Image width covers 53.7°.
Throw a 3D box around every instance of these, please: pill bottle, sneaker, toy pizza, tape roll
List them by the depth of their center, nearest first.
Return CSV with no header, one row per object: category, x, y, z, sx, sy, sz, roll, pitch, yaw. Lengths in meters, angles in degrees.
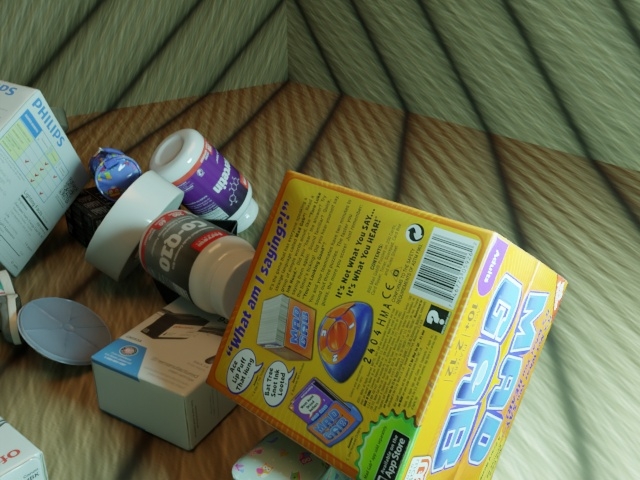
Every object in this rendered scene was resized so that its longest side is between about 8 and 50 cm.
pill bottle,-0.225,0.050,1.266,0.161,0.161,0.283,-23,33,-39
toy pizza,-0.539,0.195,1.333,0.201,0.032,0.201,30,20,-12
sneaker,-0.756,0.156,1.383,0.178,0.123,0.295,-13,25,-30
tape roll,-0.466,-0.037,1.599,0.100,0.286,0.286,34,28,-5
pill bottle,-0.321,-0.157,1.804,0.181,0.323,0.181,-21,48,25

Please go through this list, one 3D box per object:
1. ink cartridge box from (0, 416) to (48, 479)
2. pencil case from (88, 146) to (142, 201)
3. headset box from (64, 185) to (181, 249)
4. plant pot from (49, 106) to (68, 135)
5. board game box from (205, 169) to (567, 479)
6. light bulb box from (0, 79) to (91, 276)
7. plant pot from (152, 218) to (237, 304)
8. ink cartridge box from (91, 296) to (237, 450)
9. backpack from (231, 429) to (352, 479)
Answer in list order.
ink cartridge box,-0.579,0.360,0.973,0.273,0.114,0.197,18,30,35
pencil case,-0.568,-0.189,1.740,0.119,0.133,0.306,-34,23,-13
headset box,-0.573,-0.078,1.865,0.283,0.131,0.246,-20,32,-35
plant pot,-0.931,-0.244,1.987,0.323,0.280,0.323,-14,7,2
board game box,0.114,0.142,0.998,0.356,0.356,0.356,21,0,37
light bulb box,-0.838,-0.164,1.622,0.225,0.358,0.361,17,60,15
plant pot,-0.304,0.059,1.540,0.188,0.167,0.187,1,26,4
ink cartridge box,-0.245,0.228,1.228,0.223,0.129,0.307,13,28,26
backpack,-0.034,0.363,0.938,0.166,0.144,0.188,11,24,33
